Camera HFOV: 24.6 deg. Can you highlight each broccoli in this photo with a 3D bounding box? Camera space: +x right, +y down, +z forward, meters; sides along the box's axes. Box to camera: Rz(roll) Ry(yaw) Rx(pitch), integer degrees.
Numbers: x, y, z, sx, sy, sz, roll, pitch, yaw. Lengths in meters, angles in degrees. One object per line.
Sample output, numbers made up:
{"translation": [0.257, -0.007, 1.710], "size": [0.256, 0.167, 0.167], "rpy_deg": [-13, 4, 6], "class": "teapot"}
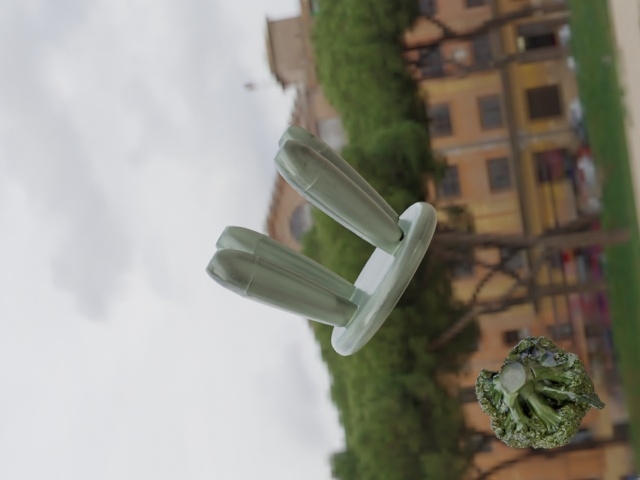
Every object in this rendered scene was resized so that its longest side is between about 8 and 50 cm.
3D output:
{"translation": [0.236, 0.169, 1.621], "size": [0.120, 0.130, 0.131], "rpy_deg": [35, -153, -48], "class": "broccoli"}

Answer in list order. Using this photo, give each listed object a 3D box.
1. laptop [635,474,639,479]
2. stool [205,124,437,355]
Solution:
{"translation": [0.396, 0.275, 1.424], "size": [0.135, 0.197, 0.016], "rpy_deg": [-60, -6, 26], "class": "laptop"}
{"translation": [0.000, 0.000, 1.638], "size": [0.195, 0.198, 0.195], "rpy_deg": [-59, 3, 10], "class": "stool"}
